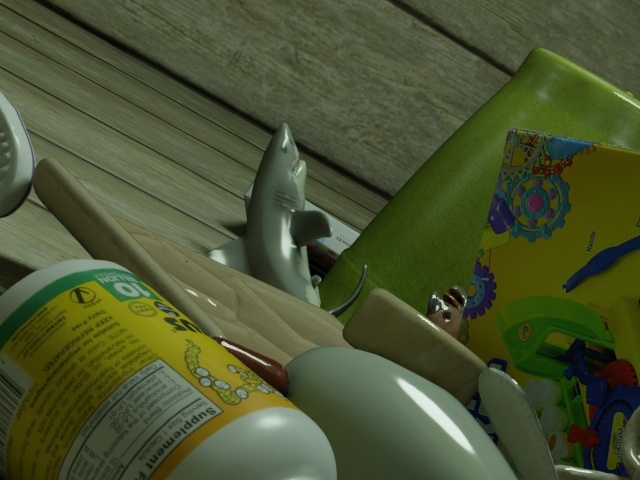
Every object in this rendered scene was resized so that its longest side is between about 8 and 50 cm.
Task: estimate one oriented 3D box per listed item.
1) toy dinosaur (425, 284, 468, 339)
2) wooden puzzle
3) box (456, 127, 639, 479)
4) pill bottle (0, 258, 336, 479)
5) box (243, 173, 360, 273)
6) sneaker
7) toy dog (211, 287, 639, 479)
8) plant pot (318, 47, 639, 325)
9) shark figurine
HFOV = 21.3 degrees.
[{"bbox_3d":[0.203,0.161,1.406,0.296,0.127,0.200,41,34,14],"label":"toy dinosaur"},{"bbox_3d":[-0.031,0.098,1.192,0.348,0.080,0.322,32,6,-38],"label":"wooden puzzle"},{"bbox_3d":[0.228,0.111,0.989,0.279,0.290,0.177,15,-1,34],"label":"box"},{"bbox_3d":[-0.067,0.105,0.787,0.208,0.117,0.117,36,8,34],"label":"pill bottle"},{"bbox_3d":[0.000,0.000,1.950,0.186,0.038,0.145,31,-11,6],"label":"box"},{"bbox_3d":[-0.272,-0.087,1.333,0.282,0.102,0.161,37,6,40],"label":"sneaker"},{"bbox_3d":[0.050,0.124,0.848,0.334,0.220,0.161,5,-21,48],"label":"toy dog"},{"bbox_3d":[0.224,0.010,1.714,0.366,0.353,0.366,30,7,-4],"label":"plant pot"},{"bbox_3d":[-0.049,0.029,1.606,0.116,0.166,0.278,3,35,-17],"label":"shark figurine"}]
